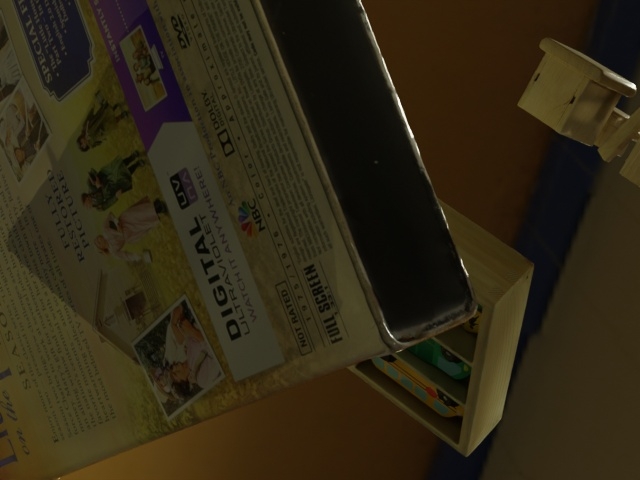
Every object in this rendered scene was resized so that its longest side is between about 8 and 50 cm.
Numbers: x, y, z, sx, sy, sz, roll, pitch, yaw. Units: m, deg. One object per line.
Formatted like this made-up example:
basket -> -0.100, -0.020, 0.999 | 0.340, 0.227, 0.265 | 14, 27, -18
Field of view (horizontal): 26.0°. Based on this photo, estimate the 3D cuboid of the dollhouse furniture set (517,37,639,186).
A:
dollhouse furniture set -> 0.246, -0.074, 0.846 | 0.161, 0.182, 0.101 | 43, -70, 45

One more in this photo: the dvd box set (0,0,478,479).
dvd box set -> -0.122, -0.040, 0.746 | 0.420, 0.062, 0.307 | -29, -100, 50

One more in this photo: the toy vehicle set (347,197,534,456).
toy vehicle set -> 0.000, 0.000, 0.815 | 0.267, 0.035, 0.166 | 35, -29, 24
